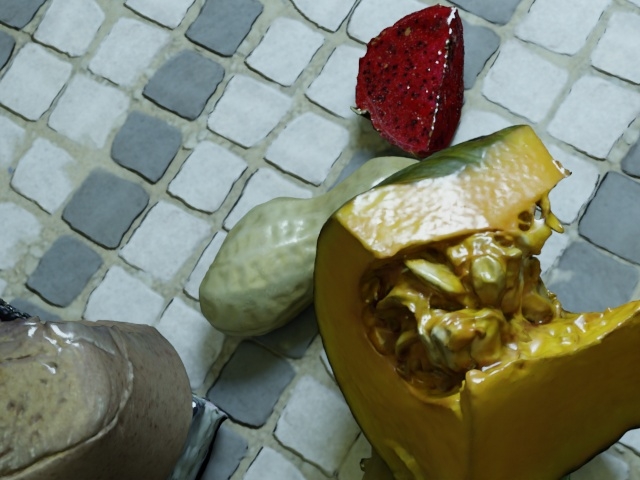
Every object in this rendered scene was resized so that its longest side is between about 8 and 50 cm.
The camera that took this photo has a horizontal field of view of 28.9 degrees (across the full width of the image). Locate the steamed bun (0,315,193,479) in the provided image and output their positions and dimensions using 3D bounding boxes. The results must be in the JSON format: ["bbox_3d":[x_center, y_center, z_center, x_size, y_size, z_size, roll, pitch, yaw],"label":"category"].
[{"bbox_3d":[-0.277,0.178,1.058,0.301,0.251,0.199,-12,81,15],"label":"steamed bun"}]

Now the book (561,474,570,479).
[{"bbox_3d":[0.179,0.255,1.168,0.103,0.017,0.135,7,74,14],"label":"book"}]

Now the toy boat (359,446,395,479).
[{"bbox_3d":[0.034,0.280,1.172,0.072,0.064,0.206,8,72,33],"label":"toy boat"}]

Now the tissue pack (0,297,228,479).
[{"bbox_3d":[-0.281,0.210,1.233,0.332,0.123,0.245,22,82,21],"label":"tissue pack"}]

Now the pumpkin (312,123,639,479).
[{"bbox_3d":[0.141,0.073,1.091,0.225,0.256,0.303,-21,66,-23],"label":"pumpkin"}]

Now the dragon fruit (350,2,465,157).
[{"bbox_3d":[0.094,-0.159,1.291,0.106,0.083,0.162,5,83,27],"label":"dragon fruit"}]

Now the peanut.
[{"bbox_3d":[0.000,0.000,1.244,0.274,0.111,0.125,-26,59,0],"label":"peanut"}]
